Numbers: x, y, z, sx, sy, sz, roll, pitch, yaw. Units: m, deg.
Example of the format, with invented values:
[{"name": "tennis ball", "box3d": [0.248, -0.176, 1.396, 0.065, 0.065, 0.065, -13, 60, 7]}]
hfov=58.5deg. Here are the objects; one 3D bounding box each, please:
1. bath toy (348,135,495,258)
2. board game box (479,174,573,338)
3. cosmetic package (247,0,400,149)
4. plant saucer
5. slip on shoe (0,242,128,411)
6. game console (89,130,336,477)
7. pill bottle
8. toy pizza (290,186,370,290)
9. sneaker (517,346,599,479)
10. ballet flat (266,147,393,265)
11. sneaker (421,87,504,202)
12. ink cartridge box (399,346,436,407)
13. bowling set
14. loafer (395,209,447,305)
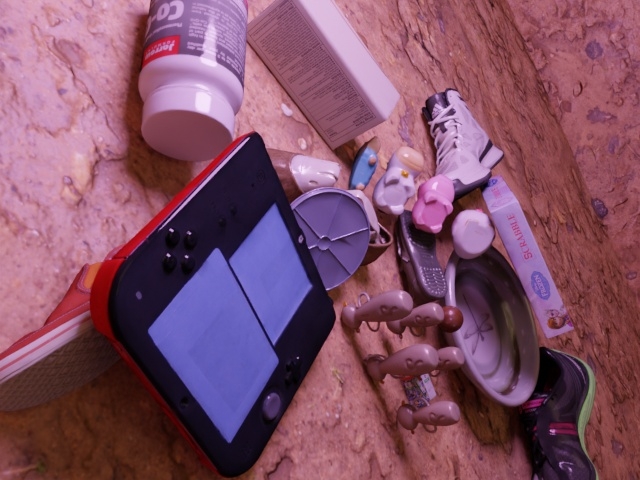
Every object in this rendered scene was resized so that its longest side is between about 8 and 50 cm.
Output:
[{"name": "bath toy", "box3d": [0.228, -0.091, 1.254, 0.348, 0.151, 0.129, 31, 7, -9]}, {"name": "board game box", "box3d": [0.478, 0.022, 1.359, 0.319, 0.065, 0.318, 62, 17, -11]}, {"name": "cosmetic package", "box3d": [0.005, -0.360, 1.173, 0.309, 0.160, 0.113, 50, 43, -21]}, {"name": "plant saucer", "box3d": [0.388, 0.198, 1.379, 0.400, 0.100, 0.401, 23, 57, -40]}, {"name": "slip on shoe", "box3d": [-0.276, 0.083, 0.719, 0.101, 0.123, 0.331, 33, 47, 13]}, {"name": "game console", "box3d": [-0.109, 0.095, 0.792, 0.342, 0.060, 0.387, -52, 135, -36]}, {"name": "pill bottle", "box3d": [-0.201, -0.283, 0.911, 0.161, 0.161, 0.283, 22, 58, -40]}, {"name": "toy pizza", "box3d": [0.000, 0.000, 1.033, 0.201, 0.032, 0.201, -11, 114, -26]}, {"name": "sneaker", "box3d": [0.558, 0.475, 1.416, 0.202, 0.185, 0.483, 33, 45, -10]}, {"name": "ballet flat", "box3d": [0.017, -0.075, 1.081, 0.342, 0.124, 0.116, 43, 42, -26]}, {"name": "sneaker", "box3d": [0.322, -0.245, 1.494, 0.257, 0.169, 0.447, 54, 33, -2]}, {"name": "ink cartridge box", "box3d": [0.195, 0.281, 1.185, 0.062, 0.029, 0.115, -18, 87, -49]}, {"name": "bowling set", "box3d": [0.186, 0.210, 1.113, 0.200, 0.154, 0.287, -20, 89, -50]}, {"name": "loafer", "box3d": [0.207, 0.037, 1.278, 0.094, 0.087, 0.251, 16, 46, -24]}]
